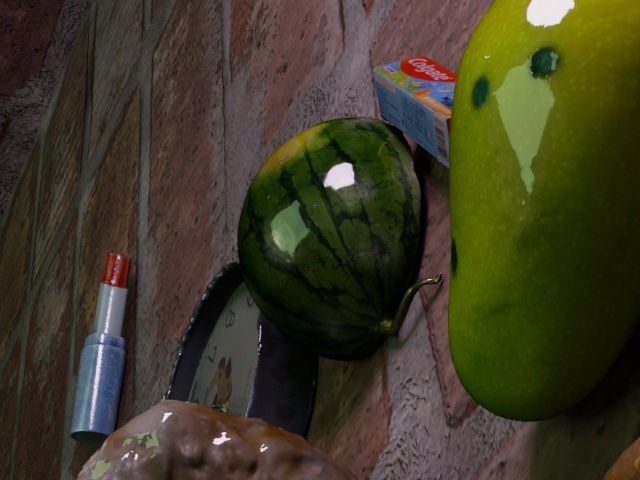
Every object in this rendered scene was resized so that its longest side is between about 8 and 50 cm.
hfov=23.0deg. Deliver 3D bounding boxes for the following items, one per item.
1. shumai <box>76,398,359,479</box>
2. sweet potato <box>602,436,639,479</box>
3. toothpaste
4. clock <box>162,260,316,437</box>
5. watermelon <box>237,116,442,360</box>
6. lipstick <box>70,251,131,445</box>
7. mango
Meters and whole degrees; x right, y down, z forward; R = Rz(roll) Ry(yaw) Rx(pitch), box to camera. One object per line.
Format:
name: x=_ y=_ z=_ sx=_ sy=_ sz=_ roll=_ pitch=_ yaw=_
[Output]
shumai: x=-0.068 y=0.262 z=1.166 sx=0.262 sy=0.267 sz=0.314 roll=158 pitch=88 yaw=-82
sweet potato: x=0.223 y=0.091 z=0.752 sx=0.244 sy=0.077 sz=0.077 roll=-41 pitch=38 yaw=48
toothpaste: x=0.103 y=-0.107 z=1.258 sx=0.193 sy=0.070 sz=0.044 roll=-130 pitch=28 yaw=-67
clock: x=-0.091 y=0.171 z=1.565 sx=0.312 sy=0.061 sz=0.312 roll=-165 pitch=90 yaw=-71
watermelon: x=-0.002 y=-0.004 z=1.353 sx=0.204 sy=0.127 sz=0.232 roll=-53 pitch=34 yaw=40
lipstick: x=-0.291 y=0.138 z=2.136 sx=0.068 sy=0.061 sz=0.274 roll=135 pitch=145 yaw=-58
mango: x=0.143 y=-0.025 z=0.956 sx=0.175 sy=0.143 sz=0.293 roll=-127 pitch=45 yaw=-68
